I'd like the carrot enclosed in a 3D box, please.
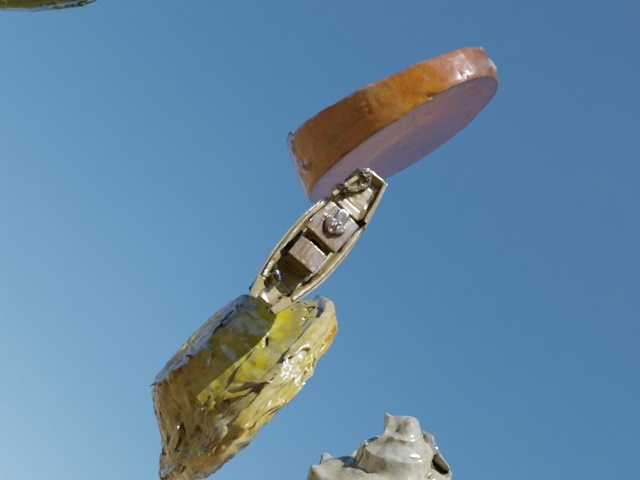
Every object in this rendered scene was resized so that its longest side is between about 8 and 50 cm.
[{"bbox_3d":[0.096,-0.162,1.186,0.307,0.258,0.100,-33,-98,28],"label":"carrot"}]

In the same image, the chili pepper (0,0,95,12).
[{"bbox_3d":[-0.157,-0.172,0.522,0.073,0.203,0.072,12,-72,64],"label":"chili pepper"}]

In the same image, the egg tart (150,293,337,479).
[{"bbox_3d":[-0.106,0.151,1.030,0.116,0.295,0.295,43,-34,-6],"label":"egg tart"}]

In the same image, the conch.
[{"bbox_3d":[0.082,0.289,0.766,0.210,0.159,0.291,12,-67,36],"label":"conch"}]

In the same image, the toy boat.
[{"bbox_3d":[0.000,0.000,0.919,0.064,0.206,0.072,42,-30,-2],"label":"toy boat"}]
